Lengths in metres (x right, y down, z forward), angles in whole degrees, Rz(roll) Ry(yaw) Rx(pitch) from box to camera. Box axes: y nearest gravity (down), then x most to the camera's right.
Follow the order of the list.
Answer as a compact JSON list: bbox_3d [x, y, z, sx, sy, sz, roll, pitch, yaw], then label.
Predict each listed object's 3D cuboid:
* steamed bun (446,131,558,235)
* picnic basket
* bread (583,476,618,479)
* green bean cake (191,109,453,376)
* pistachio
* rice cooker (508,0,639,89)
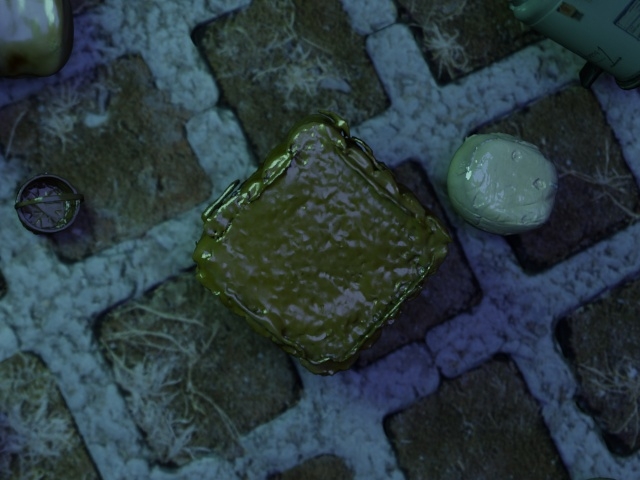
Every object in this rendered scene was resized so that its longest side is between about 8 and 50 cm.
[{"bbox_3d":[0.204,-0.063,1.705,0.130,0.091,0.112,16,83,-18],"label":"steamed bun"},{"bbox_3d":[-0.285,-0.041,1.546,0.072,0.083,0.072,2,85,-17],"label":"picnic basket"},{"bbox_3d":[0.265,0.427,1.671,0.183,0.102,0.337,18,81,-11],"label":"bread"},{"bbox_3d":[0.000,0.000,1.590,0.224,0.131,0.229,41,95,-9],"label":"green bean cake"},{"bbox_3d":[-0.327,-0.264,1.534,0.129,0.131,0.206,-15,88,-62],"label":"pistachio"},{"bbox_3d":[0.360,-0.310,1.709,0.227,0.241,0.280,28,112,-9],"label":"rice cooker"}]
